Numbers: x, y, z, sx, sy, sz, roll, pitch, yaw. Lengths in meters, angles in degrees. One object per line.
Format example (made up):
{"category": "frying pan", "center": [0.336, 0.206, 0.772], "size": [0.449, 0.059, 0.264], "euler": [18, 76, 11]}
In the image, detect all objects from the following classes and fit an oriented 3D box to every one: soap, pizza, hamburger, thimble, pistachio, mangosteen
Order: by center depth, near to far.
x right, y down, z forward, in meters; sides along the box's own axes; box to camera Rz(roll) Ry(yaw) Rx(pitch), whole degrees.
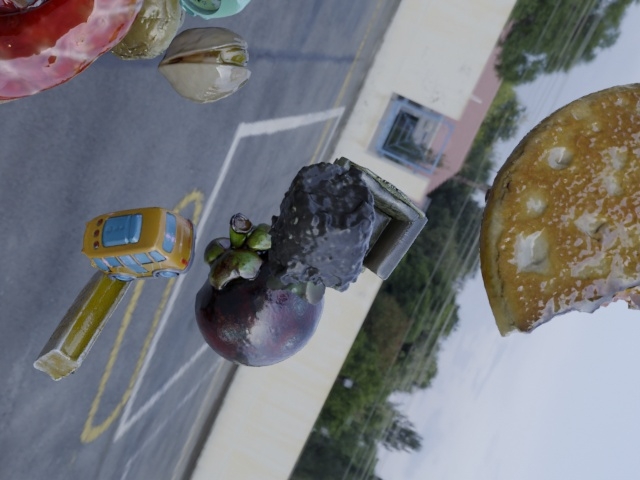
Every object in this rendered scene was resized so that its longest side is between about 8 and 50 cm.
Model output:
{"category": "thimble", "center": [-0.365, -0.333, 0.762], "size": [0.350, 0.350, 0.230], "euler": [-65, -151, 11]}
{"category": "pizza", "center": [0.357, -0.036, 0.902], "size": [0.114, 0.278, 0.408], "euler": [89, 27, -73]}
{"category": "pistachio", "center": [-0.160, -0.250, 0.982], "size": [0.149, 0.113, 0.113], "euler": [-4, -131, 47]}
{"category": "soap", "center": [-0.492, 0.167, 1.453], "size": [0.140, 0.073, 0.232], "euler": [-29, -151, 43]}
{"category": "mangosteen", "center": [-0.135, 0.121, 1.510], "size": [0.311, 0.311, 0.311], "euler": [-63, 174, -11]}
{"category": "hamburger", "center": [-0.440, -0.565, 1.617], "size": [0.134, 0.266, 0.284], "euler": [-36, 121, -45]}

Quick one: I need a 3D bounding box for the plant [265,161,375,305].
{"category": "plant", "center": [0.000, 0.000, 0.920], "size": [0.203, 0.142, 0.131], "euler": [115, -23, -43]}

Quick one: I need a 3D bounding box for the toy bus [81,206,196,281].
{"category": "toy bus", "center": [-0.367, 0.003, 1.387], "size": [0.136, 0.210, 0.126], "euler": [48, 40, -60]}

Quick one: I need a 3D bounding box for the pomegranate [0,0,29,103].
{"category": "pomegranate", "center": [-0.616, -0.354, 1.259], "size": [0.248, 0.248, 0.248], "euler": [-63, 174, -11]}

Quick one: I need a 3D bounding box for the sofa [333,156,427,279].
{"category": "sofa", "center": [0.091, -0.044, 1.586], "size": [0.200, 0.258, 0.182], "euler": [-55, -160, 0]}

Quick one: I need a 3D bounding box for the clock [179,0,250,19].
{"category": "clock", "center": [-0.248, -0.550, 1.484], "size": [0.060, 0.189, 0.148], "euler": [-59, 134, -34]}
